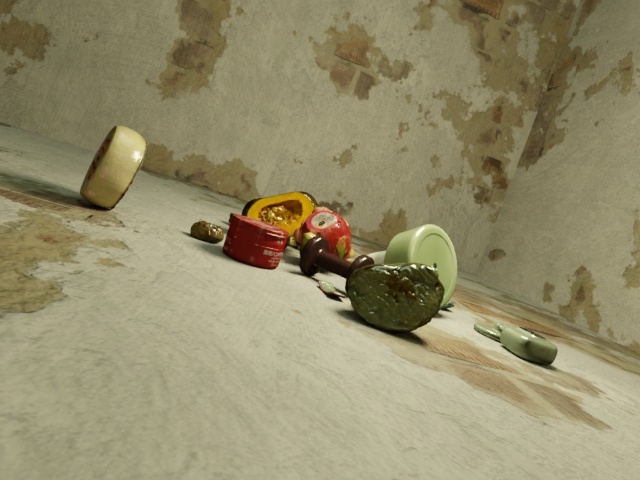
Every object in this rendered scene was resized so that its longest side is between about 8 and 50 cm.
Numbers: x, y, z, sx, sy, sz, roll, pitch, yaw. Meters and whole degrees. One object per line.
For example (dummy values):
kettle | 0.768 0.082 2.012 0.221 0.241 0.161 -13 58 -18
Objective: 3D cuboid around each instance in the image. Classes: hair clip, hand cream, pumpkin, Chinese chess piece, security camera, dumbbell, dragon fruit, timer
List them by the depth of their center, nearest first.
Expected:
hair clip | 0.032 0.148 1.435 0.054 0.022 0.137 17 6 -21
hand cream | -0.204 0.003 1.520 0.193 0.125 0.193 18 7 -2
Chinese chess piece | -0.661 -0.233 1.541 0.112 0.270 0.270 28 1 -31
dumbbell | 0.052 0.080 1.551 0.225 0.140 0.124 22 28 30
security camera | 0.628 0.312 1.573 0.157 0.080 0.301 16 4 -17
timer | 0.281 0.102 1.724 0.290 0.291 0.315 13 -14 -43
dragon fruit | 0.012 0.003 1.778 0.224 0.227 0.224 -4 34 3
pumpkin | -0.150 -0.073 1.908 0.317 0.222 0.139 -12 3 -11

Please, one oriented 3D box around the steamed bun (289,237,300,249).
steamed bun | -0.056 -0.009 2.153 0.177 0.106 0.192 26 7 38

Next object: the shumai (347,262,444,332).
shumai | 0.193 0.158 1.322 0.255 0.189 0.218 3 -10 -5

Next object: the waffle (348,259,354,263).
waffle | 0.205 0.127 2.006 0.194 0.051 0.149 18 8 -5

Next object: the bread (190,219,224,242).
bread | -0.372 -0.030 1.600 0.113 0.060 0.082 18 4 -24

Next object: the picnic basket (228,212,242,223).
picnic basket | -0.315 -0.066 2.108 0.193 0.055 0.110 24 7 40

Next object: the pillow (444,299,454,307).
pillow | 0.398 0.197 1.888 0.214 0.086 0.233 28 -1 -27
